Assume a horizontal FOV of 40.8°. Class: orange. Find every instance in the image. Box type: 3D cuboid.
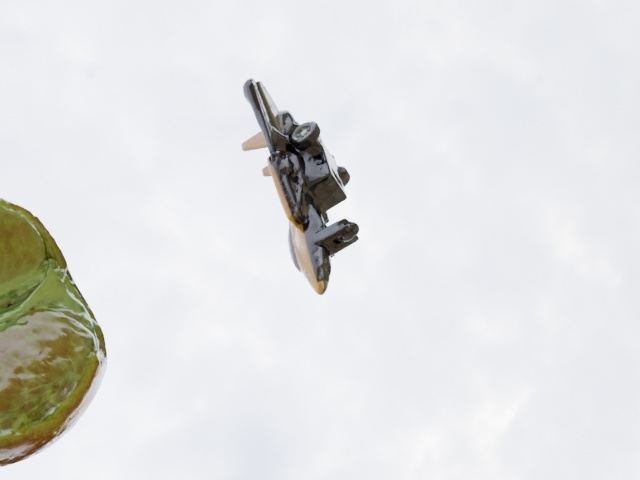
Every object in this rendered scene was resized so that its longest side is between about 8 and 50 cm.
[{"bbox_3d":[-0.286,0.081,0.733,0.179,0.158,0.237,-30,-109,-28],"label":"orange"}]

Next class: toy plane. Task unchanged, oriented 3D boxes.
[{"bbox_3d":[-0.011,-0.053,1.006,0.103,0.316,0.204,-33,-52,6],"label":"toy plane"}]

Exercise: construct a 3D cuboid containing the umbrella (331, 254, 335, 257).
[{"bbox_3d":[-0.002,0.001,1.130,0.020,0.083,0.031,-33,-49,-27],"label":"umbrella"}]
